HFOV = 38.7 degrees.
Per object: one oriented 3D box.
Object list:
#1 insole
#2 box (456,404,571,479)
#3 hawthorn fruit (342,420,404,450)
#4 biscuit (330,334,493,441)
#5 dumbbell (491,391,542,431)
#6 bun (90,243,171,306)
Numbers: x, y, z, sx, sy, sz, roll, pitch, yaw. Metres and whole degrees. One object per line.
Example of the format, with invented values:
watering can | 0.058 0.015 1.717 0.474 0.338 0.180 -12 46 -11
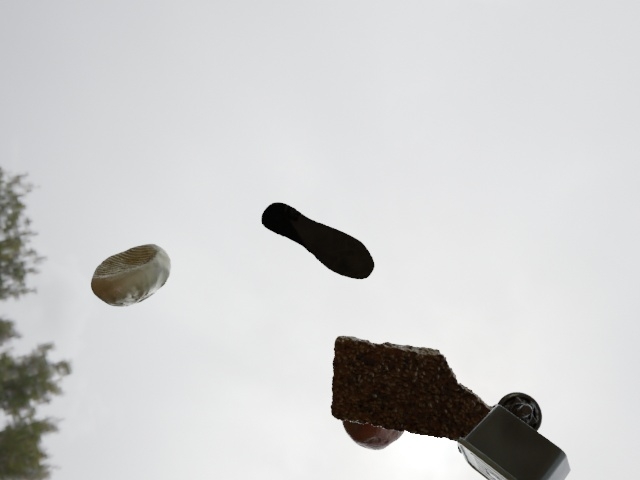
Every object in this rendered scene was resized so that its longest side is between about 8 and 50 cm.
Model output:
insole | 0.000 0.000 1.750 0.086 0.253 0.005 -52 -160 20
box | 0.223 0.250 1.041 0.122 0.069 0.084 34 -17 35
hawthorn fruit | 0.111 0.378 1.926 0.149 0.189 0.149 2 -81 15
biscuit | 0.130 0.208 1.263 0.237 0.026 0.131 8 -70 14
dumbbell | 0.326 0.307 1.559 0.081 0.082 0.254 60 -8 17
bun | -0.413 0.085 2.021 0.183 0.183 0.102 13 -50 47
